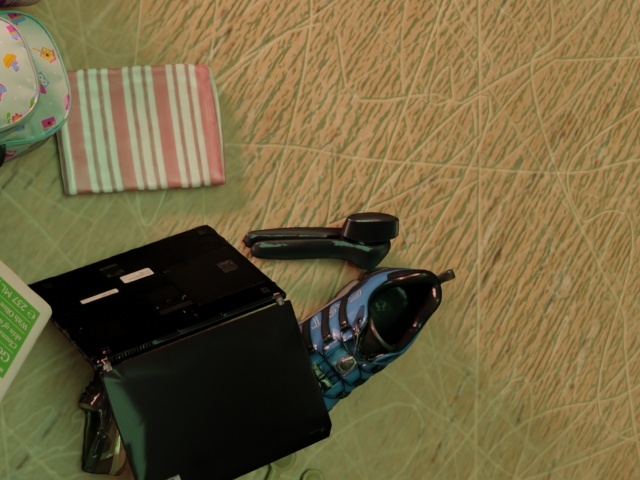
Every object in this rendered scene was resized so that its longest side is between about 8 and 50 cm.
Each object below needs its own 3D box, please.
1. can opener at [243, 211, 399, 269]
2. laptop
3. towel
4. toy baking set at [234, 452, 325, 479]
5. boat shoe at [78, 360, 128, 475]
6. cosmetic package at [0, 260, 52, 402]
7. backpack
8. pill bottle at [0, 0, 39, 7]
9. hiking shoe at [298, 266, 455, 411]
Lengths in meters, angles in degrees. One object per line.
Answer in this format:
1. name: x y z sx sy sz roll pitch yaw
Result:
1. can opener: 0.000 0.000 1.788 0.186 0.059 0.073 -3 108 -17
2. laptop: -0.152 0.128 1.641 0.234 0.264 0.136 -20 130 -30
3. towel: -0.205 -0.125 1.725 0.197 0.029 0.144 -5 83 -24
4. toy baking set: -0.073 0.334 1.701 0.197 0.030 0.256 -1 81 -26
5. boat shoe: -0.234 0.176 1.637 0.049 0.056 0.152 3 78 -28
6. cosmetic package: -0.433 0.156 1.421 0.197 0.155 0.365 47 46 -28
7. backpack: -0.356 -0.159 1.593 0.188 0.144 0.166 -18 83 -31
8. pill bottle: -0.437 -0.319 1.565 0.301 0.169 0.169 -7 84 -26
9. hiking shoe: 0.015 0.124 1.724 0.113 0.132 0.304 49 63 -8
